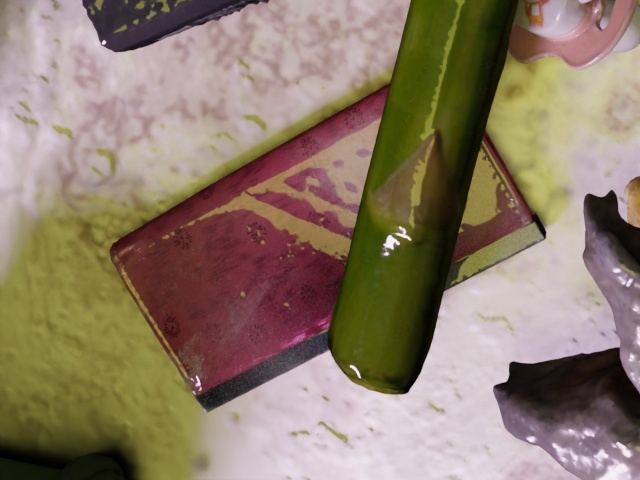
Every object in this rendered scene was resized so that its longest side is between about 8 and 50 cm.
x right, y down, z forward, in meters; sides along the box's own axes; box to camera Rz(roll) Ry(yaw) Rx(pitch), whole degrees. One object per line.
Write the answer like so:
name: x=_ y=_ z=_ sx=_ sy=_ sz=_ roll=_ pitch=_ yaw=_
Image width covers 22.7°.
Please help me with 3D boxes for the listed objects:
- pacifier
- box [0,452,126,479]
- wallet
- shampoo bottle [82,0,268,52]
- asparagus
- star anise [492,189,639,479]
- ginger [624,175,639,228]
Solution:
pacifier: x=0.142 y=-0.125 z=0.833 sx=0.078 sy=0.099 sz=0.082 roll=19 pitch=90 yaw=-33
box: x=-0.244 y=0.287 z=0.947 sx=0.177 sy=0.252 sz=0.329 roll=16 pitch=109 yaw=21
wallet: x=0.000 y=0.000 z=0.917 sx=0.232 sy=0.025 sz=0.119 roll=-29 pitch=98 yaw=17
shampoo bottle: x=0.026 y=-0.184 z=0.818 sx=0.309 sy=0.098 sz=0.071 roll=-21 pitch=96 yaw=16
asparagus: x=0.055 y=-0.049 z=0.836 sx=0.060 sy=0.067 sz=0.278 roll=21 pitch=111 yaw=18
star anise: x=0.241 y=0.076 z=0.804 sx=0.315 sy=0.139 sz=0.360 roll=-3 pitch=122 yaw=10
ginger: x=0.242 y=-0.040 z=0.837 sx=0.096 sy=0.067 sz=0.165 roll=40 pitch=126 yaw=-12
